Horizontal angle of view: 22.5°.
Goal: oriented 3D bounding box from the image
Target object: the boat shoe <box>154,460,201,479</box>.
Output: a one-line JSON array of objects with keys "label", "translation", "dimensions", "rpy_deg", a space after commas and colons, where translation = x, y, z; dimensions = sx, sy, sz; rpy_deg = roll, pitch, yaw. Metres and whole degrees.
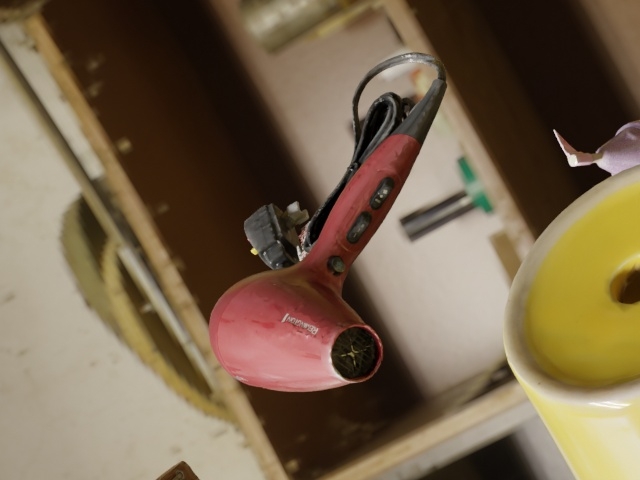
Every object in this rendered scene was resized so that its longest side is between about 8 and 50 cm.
[{"label": "boat shoe", "translation": [-0.242, 0.330, 1.677], "dimensions": [0.324, 0.122, 0.120], "rpy_deg": [-23, -98, -39]}]

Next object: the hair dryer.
[{"label": "hair dryer", "translation": [0.000, 0.000, 1.086], "dimensions": [0.080, 0.223, 0.293], "rpy_deg": [26, -148, -21]}]

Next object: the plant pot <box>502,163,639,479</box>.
[{"label": "plant pot", "translation": [0.233, 0.085, 0.902], "dimensions": [0.239, 0.254, 0.254], "rpy_deg": [45, -157, -32]}]

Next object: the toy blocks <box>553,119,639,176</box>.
[{"label": "toy blocks", "translation": [0.341, 0.019, 1.275], "dimensions": [0.260, 0.309, 0.288], "rpy_deg": [-10, -123, -36]}]
